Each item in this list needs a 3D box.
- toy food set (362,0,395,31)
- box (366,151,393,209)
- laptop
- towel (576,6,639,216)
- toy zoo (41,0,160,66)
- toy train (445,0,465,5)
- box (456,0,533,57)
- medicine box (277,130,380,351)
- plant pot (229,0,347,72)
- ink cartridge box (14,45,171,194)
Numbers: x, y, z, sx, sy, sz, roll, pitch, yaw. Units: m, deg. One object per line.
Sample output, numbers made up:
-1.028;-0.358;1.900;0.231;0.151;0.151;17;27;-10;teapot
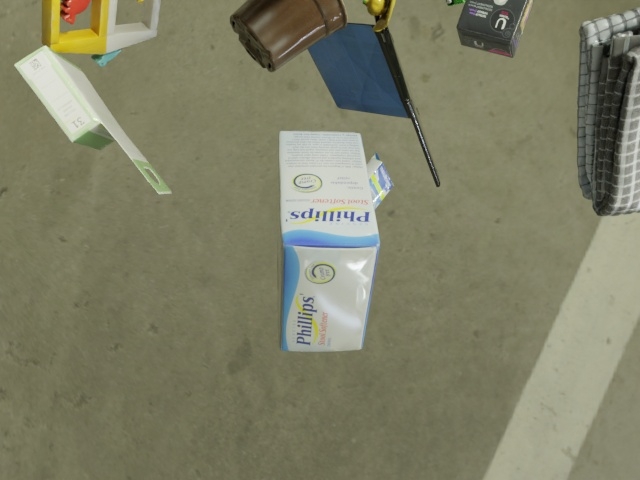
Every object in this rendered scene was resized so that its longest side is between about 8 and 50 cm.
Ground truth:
0.125;-0.555;1.396;0.071;0.128;0.218;12;61;-5;toy food set
0.122;-0.128;1.662;0.178;0.042;0.109;-53;143;-14;box
0.128;-0.364;1.713;0.382;0.236;0.408;52;24;-56;laptop
0.481;-0.176;0.861;0.235;0.121;0.283;-12;127;4;towel
-0.323;-0.393;0.969;0.192;0.293;0.030;-26;60;-41;toy zoo
0.142;-0.249;0.610;0.083;0.024;0.017;-55;131;-32;toy train
0.510;-0.681;1.808;0.270;0.165;0.143;-69;162;2;box
0.000;0.000;1.104;0.149;0.289;0.263;-1;135;-5;medicine box
-0.066;-0.409;1.179;0.165;0.167;0.167;-41;111;-6;plant pot
-0.309;-0.148;0.905;0.056;0.171;0.235;-34;98;-3;ink cartridge box
